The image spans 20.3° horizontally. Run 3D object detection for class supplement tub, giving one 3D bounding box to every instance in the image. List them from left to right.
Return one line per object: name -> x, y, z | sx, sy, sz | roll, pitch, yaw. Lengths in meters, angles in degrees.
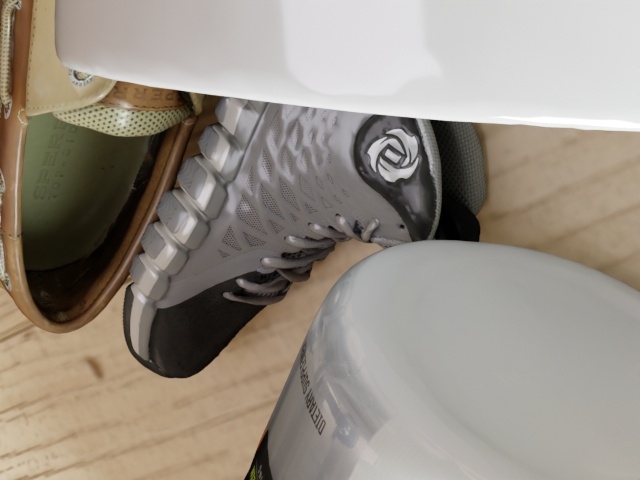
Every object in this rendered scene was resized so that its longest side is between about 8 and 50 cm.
supplement tub -> 0.042, 0.185, 0.763 | 0.207, 0.207, 0.338 | 35, 121, 21

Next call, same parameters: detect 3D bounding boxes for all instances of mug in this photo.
mug -> 0.102, -0.208, 0.570 | 0.374, 0.276, 0.328 | 8, 100, 21

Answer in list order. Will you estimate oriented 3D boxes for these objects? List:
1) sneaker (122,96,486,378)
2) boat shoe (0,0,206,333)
sneaker -> 0.000, 0.000, 0.812 | 0.132, 0.086, 0.229 | 36, 121, 18
boat shoe -> -0.090, -0.094, 0.804 | 0.120, 0.122, 0.324 | 59, 142, 41
